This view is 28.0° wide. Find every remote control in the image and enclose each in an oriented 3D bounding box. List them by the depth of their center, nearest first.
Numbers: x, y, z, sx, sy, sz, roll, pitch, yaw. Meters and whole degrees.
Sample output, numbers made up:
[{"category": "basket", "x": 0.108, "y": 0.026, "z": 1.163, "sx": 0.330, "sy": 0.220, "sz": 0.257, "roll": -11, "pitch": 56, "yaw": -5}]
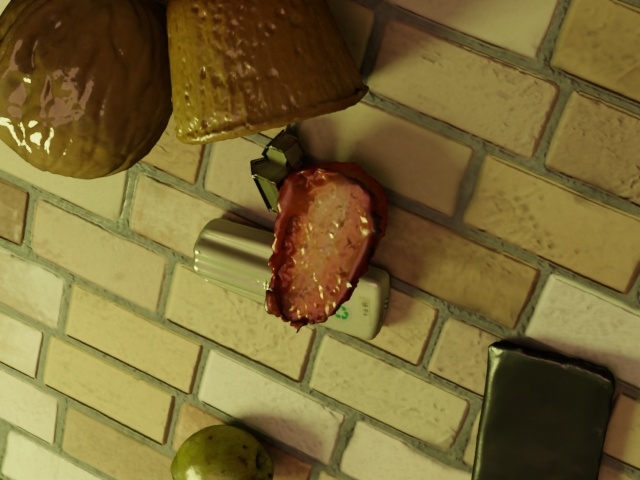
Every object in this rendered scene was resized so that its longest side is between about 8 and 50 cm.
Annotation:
[{"category": "remote control", "x": -0.036, "y": 0.044, "z": 1.453, "sx": 0.230, "sy": 0.049, "sz": 0.090, "roll": 17, "pitch": 125, "yaw": 16}]

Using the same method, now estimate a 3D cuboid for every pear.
[{"category": "pear", "x": -0.122, "y": 0.282, "z": 1.598, "sx": 0.131, "sy": 0.107, "sz": 0.107, "roll": -18, "pitch": 108, "yaw": 21}]

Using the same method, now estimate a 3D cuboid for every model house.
[{"category": "model house", "x": -0.046, "y": -0.074, "z": 1.397, "sx": 0.058, "sy": 0.057, "sz": 0.083, "roll": 23, "pitch": 150, "yaw": 45}]

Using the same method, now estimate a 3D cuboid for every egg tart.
[{"category": "egg tart", "x": -0.059, "y": -0.185, "z": 1.261, "sx": 0.203, "sy": 0.202, "sz": 0.147, "roll": -6, "pitch": 103, "yaw": 29}]

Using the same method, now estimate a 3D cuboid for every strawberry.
[{"category": "strawberry", "x": 0.000, "y": 0.000, "z": 1.374, "sx": 0.121, "sy": 0.082, "sz": 0.188, "roll": 26, "pitch": 108, "yaw": 4}]

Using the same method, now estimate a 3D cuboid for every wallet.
[{"category": "wallet", "x": 0.243, "y": 0.244, "z": 1.440, "sx": 0.146, "sy": 0.030, "sz": 0.285, "roll": 15, "pitch": 121, "yaw": 22}]

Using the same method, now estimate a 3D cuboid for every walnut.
[{"category": "walnut", "x": -0.247, "y": -0.178, "z": 1.341, "sx": 0.228, "sy": 0.228, "sz": 0.228, "roll": 12, "pitch": 121, "yaw": 20}]
